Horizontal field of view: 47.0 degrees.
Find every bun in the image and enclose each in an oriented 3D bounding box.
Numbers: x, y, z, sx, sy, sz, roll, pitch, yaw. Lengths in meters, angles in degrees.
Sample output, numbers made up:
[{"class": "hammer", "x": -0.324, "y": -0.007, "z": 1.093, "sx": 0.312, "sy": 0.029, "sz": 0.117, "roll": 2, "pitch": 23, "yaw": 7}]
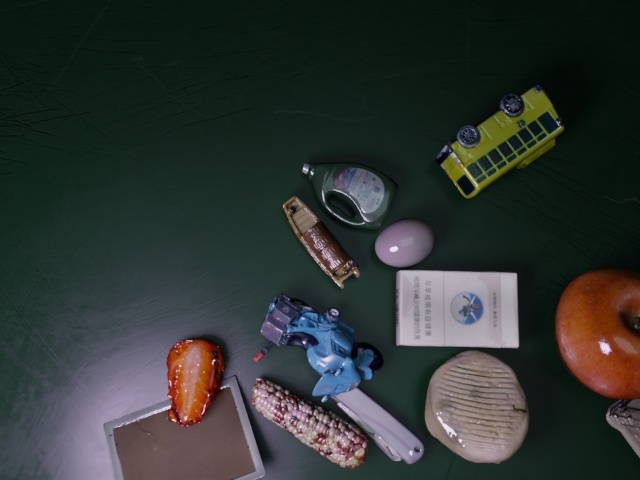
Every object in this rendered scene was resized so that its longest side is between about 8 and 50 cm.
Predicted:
[{"class": "bun", "x": 0.322, "y": 0.351, "z": 1.542, "sx": 0.210, "sy": 0.116, "sz": 0.237, "roll": -4, "pitch": 58, "yaw": 1}]

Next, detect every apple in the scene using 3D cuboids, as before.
[{"class": "apple", "x": 0.620, "y": 0.188, "z": 1.525, "sx": 0.252, "sy": 0.206, "sz": 0.271, "roll": 6, "pitch": 67, "yaw": 8}]

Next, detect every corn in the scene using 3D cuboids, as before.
[{"class": "corn", "x": -0.025, "y": 0.381, "z": 1.531, "sx": 0.281, "sy": 0.092, "sz": 0.092, "roll": 28, "pitch": 81, "yaw": 3}]

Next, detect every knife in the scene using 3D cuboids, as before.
[{"class": "knife", "x": 0.108, "y": 0.376, "z": 1.563, "sx": 0.266, "sy": 0.040, "sz": 0.073, "roll": 42, "pitch": 78, "yaw": 4}]

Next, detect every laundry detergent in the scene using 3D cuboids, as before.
[{"class": "laundry detergent", "x": 0.055, "y": -0.111, "z": 1.625, "sx": 0.211, "sy": 0.063, "sz": 0.137, "roll": 22, "pitch": 87, "yaw": 0}]

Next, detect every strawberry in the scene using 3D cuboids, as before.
[{"class": "strawberry", "x": -0.263, "y": 0.295, "z": 1.534, "sx": 0.121, "sy": 0.082, "sz": 0.188, "roll": 4, "pitch": 72, "yaw": 16}]

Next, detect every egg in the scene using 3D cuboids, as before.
[{"class": "egg", "x": 0.184, "y": 0.005, "z": 1.593, "sx": 0.135, "sy": 0.103, "sz": 0.103, "roll": -20, "pitch": 83, "yaw": -4}]

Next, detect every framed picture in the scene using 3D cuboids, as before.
[{"class": "framed picture", "x": -0.280, "y": 0.428, "z": 1.505, "sx": 0.294, "sy": 0.018, "sz": 0.231, "roll": -19, "pitch": 59, "yaw": -6}]

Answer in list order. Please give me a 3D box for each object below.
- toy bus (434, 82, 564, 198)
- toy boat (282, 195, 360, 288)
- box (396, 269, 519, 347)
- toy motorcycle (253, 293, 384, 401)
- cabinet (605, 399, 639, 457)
[{"class": "toy bus", "x": 0.401, "y": -0.218, "z": 1.629, "sx": 0.262, "sy": 0.128, "sz": 0.150, "roll": -35, "pitch": 85, "yaw": -6}, {"class": "toy boat", "x": 0.000, "y": 0.000, "z": 1.592, "sx": 0.068, "sy": 0.088, "sz": 0.226, "roll": -37, "pitch": 86, "yaw": -7}, {"class": "box", "x": 0.294, "y": 0.149, "z": 1.596, "sx": 0.257, "sy": 0.069, "sz": 0.164, "roll": 2, "pitch": 81, "yaw": -2}, {"class": "toy motorcycle", "x": -0.009, "y": 0.223, "z": 1.529, "sx": 0.272, "sy": 0.123, "sz": 0.182, "roll": 32, "pitch": 42, "yaw": 11}, {"class": "cabinet", "x": 0.800, "y": 0.395, "z": 1.462, "sx": 0.227, "sy": 0.318, "sz": 0.290, "roll": -40, "pitch": 86, "yaw": -8}]
